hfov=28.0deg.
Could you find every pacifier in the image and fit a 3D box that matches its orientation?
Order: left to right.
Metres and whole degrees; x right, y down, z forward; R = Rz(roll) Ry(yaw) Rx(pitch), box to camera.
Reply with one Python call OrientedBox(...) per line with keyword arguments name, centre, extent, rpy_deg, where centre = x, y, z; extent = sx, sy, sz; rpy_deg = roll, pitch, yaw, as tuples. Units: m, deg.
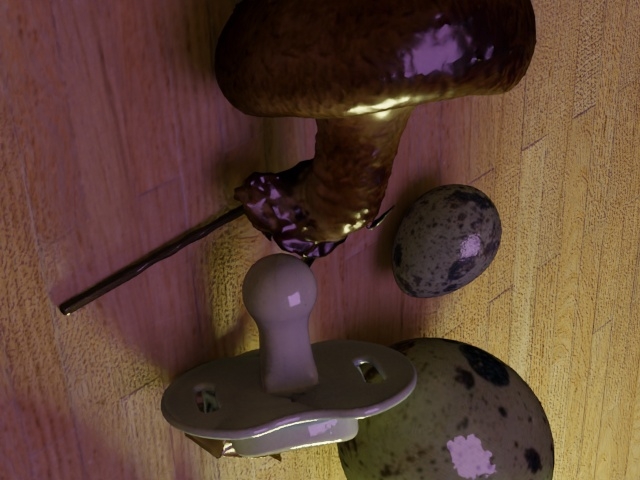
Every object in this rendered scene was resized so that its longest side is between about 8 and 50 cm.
OrientedBox(name="pacifier", centre=(-0.042, 0.122, 1.485), extent=(0.299, 0.244, 0.233), rpy_deg=(-8, 113, -11))

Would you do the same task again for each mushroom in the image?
OrientedBox(name="mushroom", centre=(0.045, -0.157, 1.338), extent=(0.331, 0.334, 0.356), rpy_deg=(13, 86, -48))

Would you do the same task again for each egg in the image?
OrientedBox(name="egg", centre=(0.166, 0.003, 1.726), extent=(0.172, 0.132, 0.132), rpy_deg=(-49, 143, -1))
OrientedBox(name="egg", centre=(0.173, 0.281, 1.783), extent=(0.287, 0.287, 0.379), rpy_deg=(-50, 141, -15))

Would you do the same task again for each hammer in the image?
OrientedBox(name="hammer", centre=(-0.167, 0.013, 1.431), extent=(0.292, 0.029, 0.058), rpy_deg=(-31, 132, -32))

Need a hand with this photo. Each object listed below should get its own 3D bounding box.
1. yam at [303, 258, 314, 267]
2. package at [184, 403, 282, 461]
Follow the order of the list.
OrientedBox(name="yam", centre=(0.000, 0.000, 1.624), extent=(0.014, 0.014, 0.107), rpy_deg=(34, 85, -53))
OrientedBox(name="package", centre=(-0.103, 0.243, 1.613), extent=(0.131, 0.071, 0.047), rpy_deg=(17, 96, -51))
